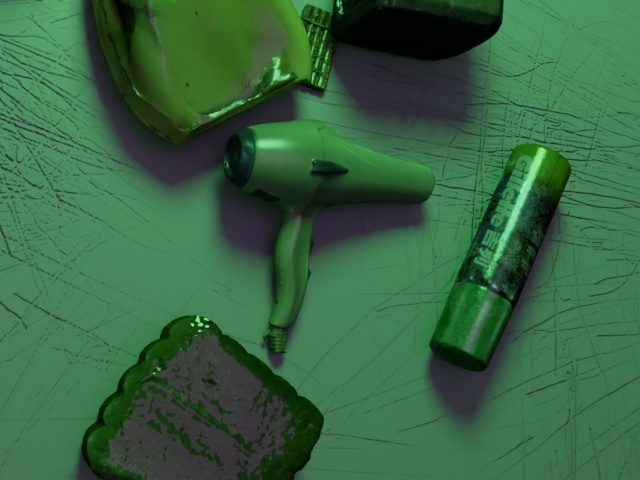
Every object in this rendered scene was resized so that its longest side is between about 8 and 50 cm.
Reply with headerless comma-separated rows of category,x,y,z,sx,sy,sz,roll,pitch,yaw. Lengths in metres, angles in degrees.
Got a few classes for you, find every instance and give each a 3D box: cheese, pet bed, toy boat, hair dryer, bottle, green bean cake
cheese,-0.171,-0.296,1.168,0.259,0.128,0.316,-33,100,-24
pet bed,0.132,-0.356,1.246,0.210,0.183,0.159,6,82,-24
toy boat,-0.008,-0.272,1.276,0.063,0.016,0.115,18,76,-17
hair dryer,0.029,-0.028,1.226,0.295,0.119,0.298,-16,104,-25
bottle,0.257,0.022,1.287,0.093,0.093,0.330,30,73,-13
green bean cake,-0.137,0.235,1.098,0.248,0.125,0.222,38,73,-8
